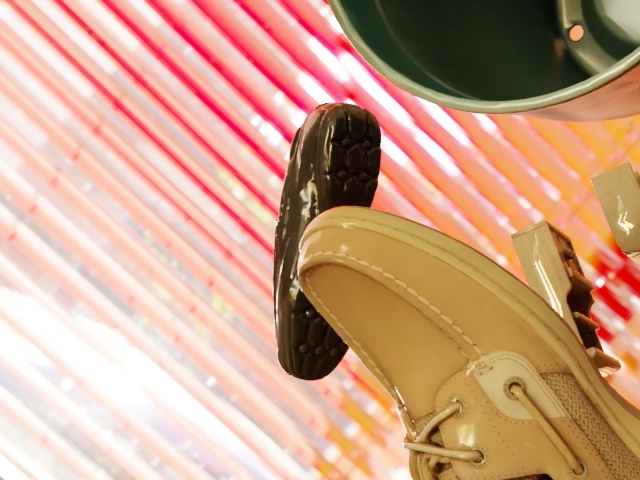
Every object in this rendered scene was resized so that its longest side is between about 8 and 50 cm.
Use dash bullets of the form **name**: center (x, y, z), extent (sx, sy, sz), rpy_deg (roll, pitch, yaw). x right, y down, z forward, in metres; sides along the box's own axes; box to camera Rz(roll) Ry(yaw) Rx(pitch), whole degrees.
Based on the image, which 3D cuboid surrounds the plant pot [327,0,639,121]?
- **plant pot**: center (0.176, -0.195, 0.840), extent (0.272, 0.271, 0.255), rpy_deg (37, 16, 30)

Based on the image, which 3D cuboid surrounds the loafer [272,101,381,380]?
- **loafer**: center (0.000, 0.000, 1.061), extent (0.076, 0.223, 0.078), rpy_deg (9, -1, -29)

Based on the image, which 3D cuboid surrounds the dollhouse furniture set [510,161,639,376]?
- **dollhouse furniture set**: center (0.351, 0.027, 1.404), extent (0.212, 0.242, 0.161), rpy_deg (25, 43, -60)

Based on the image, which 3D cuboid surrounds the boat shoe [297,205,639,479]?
- **boat shoe**: center (0.111, 0.115, 0.812), extent (0.341, 0.110, 0.121), rpy_deg (40, -31, 0)
